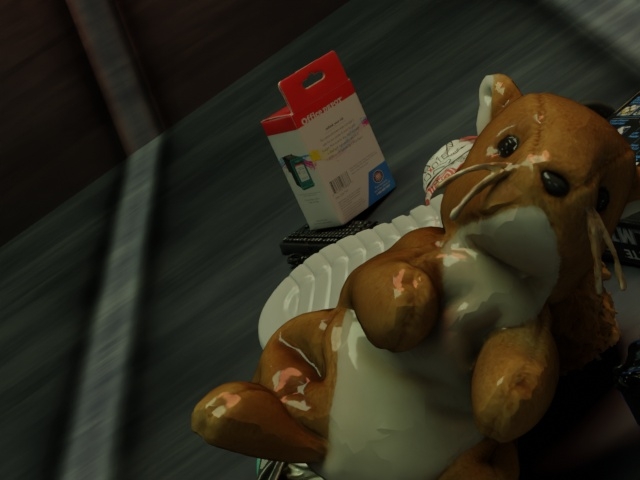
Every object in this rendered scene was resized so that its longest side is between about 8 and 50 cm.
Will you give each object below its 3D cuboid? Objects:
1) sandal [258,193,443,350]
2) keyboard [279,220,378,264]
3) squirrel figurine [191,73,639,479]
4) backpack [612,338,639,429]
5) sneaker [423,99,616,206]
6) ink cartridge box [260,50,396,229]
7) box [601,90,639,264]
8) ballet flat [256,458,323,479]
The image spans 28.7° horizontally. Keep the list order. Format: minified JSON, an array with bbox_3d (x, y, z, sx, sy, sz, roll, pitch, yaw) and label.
[{"bbox_3d":[0.117,0.047,1.419,0.416,0.102,0.169,-29,39,18],"label":"sandal"},{"bbox_3d":[0.000,0.000,1.862,0.108,0.023,0.180,-44,21,-24],"label":"keyboard"},{"bbox_3d":[0.135,0.047,1.094,0.370,0.281,0.397,-63,-12,9],"label":"squirrel figurine"},{"bbox_3d":[0.312,0.116,1.008,0.114,0.105,0.084,-11,31,36],"label":"backpack"},{"bbox_3d":[0.253,-0.120,1.650,0.270,0.090,0.145,-33,23,10],"label":"sneaker"},{"bbox_3d":[0.005,-0.149,1.860,0.078,0.231,0.134,-7,23,49],"label":"ink cartridge box"},{"bbox_3d":[0.403,-0.093,1.389,0.293,0.073,0.295,-39,20,-17],"label":"box"},{"bbox_3d":[-0.027,0.262,1.228,0.096,0.095,0.280,-4,44,28],"label":"ballet flat"}]
